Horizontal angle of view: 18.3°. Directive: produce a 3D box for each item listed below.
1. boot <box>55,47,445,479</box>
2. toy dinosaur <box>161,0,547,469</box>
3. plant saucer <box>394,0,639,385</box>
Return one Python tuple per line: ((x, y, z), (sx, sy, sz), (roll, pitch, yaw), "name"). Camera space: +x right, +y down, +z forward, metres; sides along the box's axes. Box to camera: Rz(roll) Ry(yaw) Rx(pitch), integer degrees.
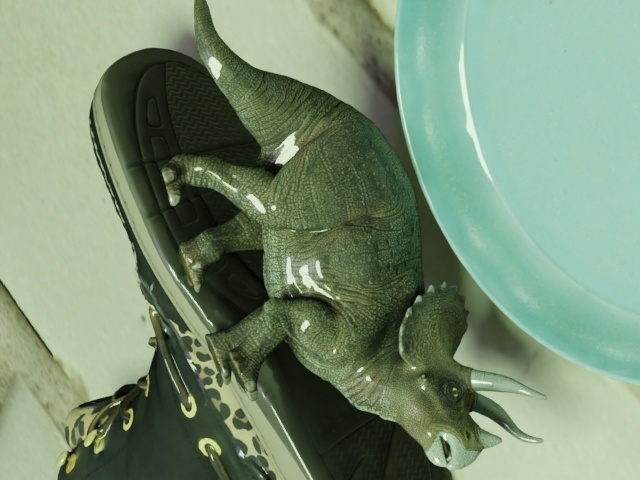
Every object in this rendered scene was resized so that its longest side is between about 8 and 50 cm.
((-0.096, 0.086, 1.368), (0.284, 0.138, 0.377), (-36, 84, 49), "boot")
((0.000, 0.000, 1.181), (0.121, 0.160, 0.313), (132, 119, -77), "toy dinosaur")
((0.168, -0.076, 1.074), (0.317, 0.043, 0.317), (21, 119, 42), "plant saucer")
